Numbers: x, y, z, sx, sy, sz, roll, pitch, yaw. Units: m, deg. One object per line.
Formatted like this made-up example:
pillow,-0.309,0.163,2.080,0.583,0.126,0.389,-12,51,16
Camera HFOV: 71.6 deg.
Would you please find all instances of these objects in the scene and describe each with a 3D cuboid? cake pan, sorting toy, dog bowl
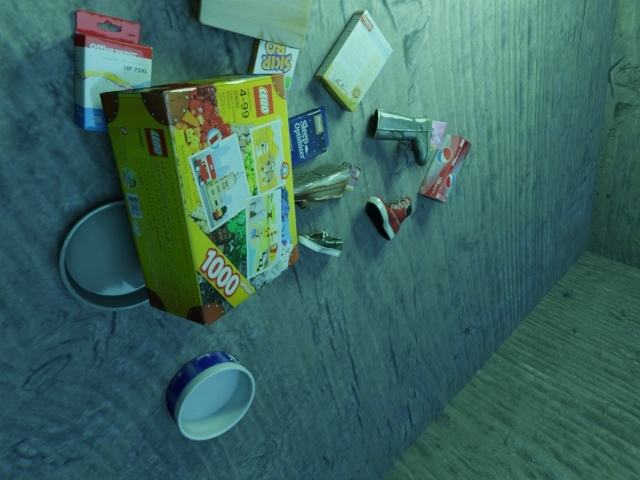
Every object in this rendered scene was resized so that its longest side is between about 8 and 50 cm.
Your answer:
cake pan,-0.488,0.033,1.105,0.293,0.054,0.293,-20,123,-33
sorting toy,-0.150,-0.606,1.032,0.257,0.089,0.255,1,109,-30
dog bowl,-0.350,0.495,1.424,0.265,0.104,0.264,-20,123,-34

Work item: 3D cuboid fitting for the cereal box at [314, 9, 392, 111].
cereal box,0.105,-0.539,1.346,0.173,0.047,0.240,36,85,-46

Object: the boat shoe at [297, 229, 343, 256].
boat shoe,0.000,0.000,1.510,0.219,0.078,0.070,16,100,-53

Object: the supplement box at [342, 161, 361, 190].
supplement box,0.094,-0.216,1.502,0.055,0.043,0.083,14,102,-44

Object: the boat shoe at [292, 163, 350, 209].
boat shoe,-0.036,-0.147,1.371,0.325,0.123,0.116,-19,124,-32

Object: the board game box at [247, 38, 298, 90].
board game box,-0.114,-0.520,1.174,0.124,0.039,0.259,2,112,-41

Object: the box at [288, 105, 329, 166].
box,-0.057,-0.307,1.330,0.225,0.037,0.136,-30,128,-29

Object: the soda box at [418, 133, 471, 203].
soda box,0.501,-0.288,1.791,0.084,0.092,0.263,17,99,-45

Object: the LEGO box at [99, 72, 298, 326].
LEGO box,-0.244,-0.116,1.052,0.372,0.193,0.499,-36,130,-50

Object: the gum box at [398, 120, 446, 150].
gum box,0.384,-0.393,1.655,0.189,0.062,0.107,-9,117,-38

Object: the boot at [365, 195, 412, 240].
boot,0.266,-0.131,1.671,0.176,0.088,0.244,-50,143,-11

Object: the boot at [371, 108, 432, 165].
boot,0.276,-0.351,1.525,0.209,0.076,0.189,-4,99,-23

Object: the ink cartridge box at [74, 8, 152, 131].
ink cartridge box,-0.438,-0.350,0.939,0.134,0.078,0.230,-6,114,-40
